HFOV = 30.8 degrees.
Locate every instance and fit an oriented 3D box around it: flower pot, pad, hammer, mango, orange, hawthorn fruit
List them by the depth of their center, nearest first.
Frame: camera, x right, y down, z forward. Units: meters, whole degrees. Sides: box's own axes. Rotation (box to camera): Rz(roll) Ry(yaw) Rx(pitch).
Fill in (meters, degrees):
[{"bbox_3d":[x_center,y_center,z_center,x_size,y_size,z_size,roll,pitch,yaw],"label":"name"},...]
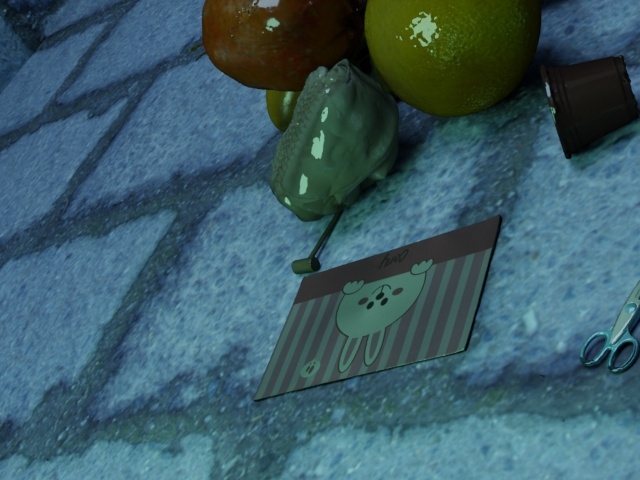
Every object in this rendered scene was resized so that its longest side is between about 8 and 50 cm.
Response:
[{"bbox_3d":[0.297,-0.152,1.267,0.089,0.111,0.111,-16,34,14],"label":"flower pot"},{"bbox_3d":[0.062,0.078,1.322,0.300,0.005,0.202,-18,35,38],"label":"pad"},{"bbox_3d":[0.164,-0.269,1.441,0.236,0.236,0.236,-31,29,20],"label":"orange"},{"bbox_3d":[0.000,0.000,1.503,0.036,0.019,0.110,-12,37,44],"label":"hammer"},{"bbox_3d":[-0.079,-0.306,1.653,0.299,0.211,0.211,-8,41,30],"label":"hawthorn fruit"},{"bbox_3d":[-0.025,-0.262,1.805,0.145,0.113,0.219,108,179,-62],"label":"mango"}]

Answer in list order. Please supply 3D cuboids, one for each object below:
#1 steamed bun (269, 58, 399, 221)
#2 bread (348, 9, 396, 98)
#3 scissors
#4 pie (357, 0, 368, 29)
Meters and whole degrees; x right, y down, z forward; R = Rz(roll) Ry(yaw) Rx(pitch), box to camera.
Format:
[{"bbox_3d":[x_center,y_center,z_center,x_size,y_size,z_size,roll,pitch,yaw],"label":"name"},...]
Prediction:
[{"bbox_3d":[0.029,-0.125,1.520,0.211,0.144,0.218,-101,32,-68],"label":"steamed bun"},{"bbox_3d":[0.112,-0.335,1.777,0.138,0.077,0.361,-16,37,41],"label":"bread"},{"bbox_3d":[0.279,0.067,1.047,0.058,0.014,0.119,12,61,52],"label":"scissors"},{"bbox_3d":[0.088,-0.374,1.679,0.154,0.036,0.154,-162,90,-74],"label":"pie"}]
